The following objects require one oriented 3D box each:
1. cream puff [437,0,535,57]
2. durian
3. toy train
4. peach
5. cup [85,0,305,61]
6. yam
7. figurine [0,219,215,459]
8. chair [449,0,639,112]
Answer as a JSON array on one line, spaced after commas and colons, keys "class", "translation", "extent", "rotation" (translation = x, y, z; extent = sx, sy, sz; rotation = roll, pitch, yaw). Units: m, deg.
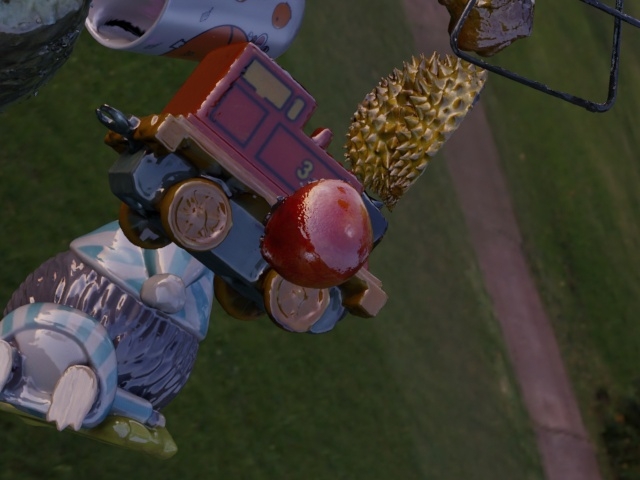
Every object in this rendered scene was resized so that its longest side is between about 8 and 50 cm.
[{"class": "cream puff", "translation": [0.240, -0.401, 1.812], "extent": [0.241, 0.155, 0.269], "rotation": [-70, 165, -49]}, {"class": "durian", "translation": [0.130, -0.179, 1.806], "extent": [0.138, 0.249, 0.183], "rotation": [41, 1, 5]}, {"class": "toy train", "translation": [-0.075, -0.055, 1.371], "extent": [0.369, 0.163, 0.231], "rotation": [40, 76, -24]}, {"class": "peach", "translation": [0.001, 0.000, 1.050], "extent": [0.098, 0.098, 0.061], "rotation": [48, 2, -39]}, {"class": "cup", "translation": [-0.180, -0.378, 1.946], "extent": [0.317, 0.212, 0.212], "rotation": [0, 73, -50]}, {"class": "yam", "translation": [-0.274, -0.211, 1.005], "extent": [0.271, 0.201, 0.202], "rotation": [141, -49, -77]}, {"class": "figurine", "translation": [-0.269, 0.057, 1.578], "extent": [0.361, 0.266, 0.377], "rotation": [89, 15, -77]}, {"class": "chair", "translation": [0.208, -0.232, 0.945], "extent": [0.145, 0.140, 0.221], "rotation": [21, 72, -16]}]
